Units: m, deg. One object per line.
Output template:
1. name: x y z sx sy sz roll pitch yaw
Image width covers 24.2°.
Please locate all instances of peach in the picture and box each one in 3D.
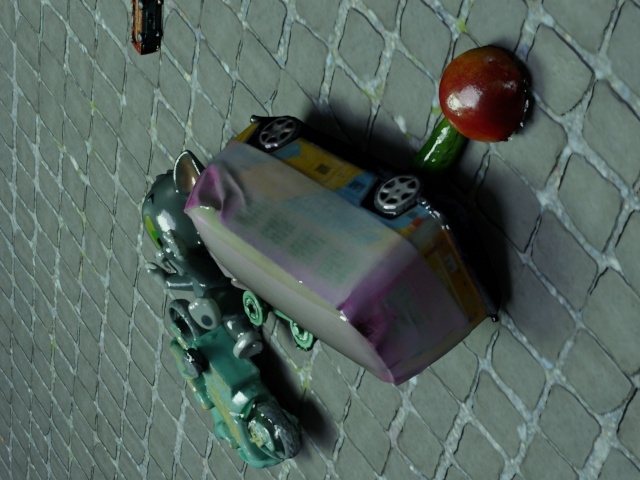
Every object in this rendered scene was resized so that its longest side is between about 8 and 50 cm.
1. peach: 0.146 -0.132 1.384 0.098 0.061 0.098 40 137 51

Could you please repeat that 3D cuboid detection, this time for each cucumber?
1. cucumber: 0.112 -0.077 1.506 0.039 0.039 0.168 58 148 19

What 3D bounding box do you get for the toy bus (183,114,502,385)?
1. toy bus: 0.000 0.000 1.580 0.386 0.162 0.171 31 154 50

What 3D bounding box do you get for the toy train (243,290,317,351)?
1. toy train: -0.030 0.049 1.791 0.200 0.083 0.132 20 123 53

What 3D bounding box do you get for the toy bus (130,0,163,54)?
1. toy bus: -0.229 -0.297 1.946 0.043 0.031 0.110 48 144 37

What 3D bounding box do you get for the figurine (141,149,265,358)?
1. figurine: -0.144 0.018 1.911 0.265 0.140 0.193 48 171 11

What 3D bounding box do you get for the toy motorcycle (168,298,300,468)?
1. toy motorcycle: -0.114 0.206 2.036 0.296 0.109 0.198 49 156 28
